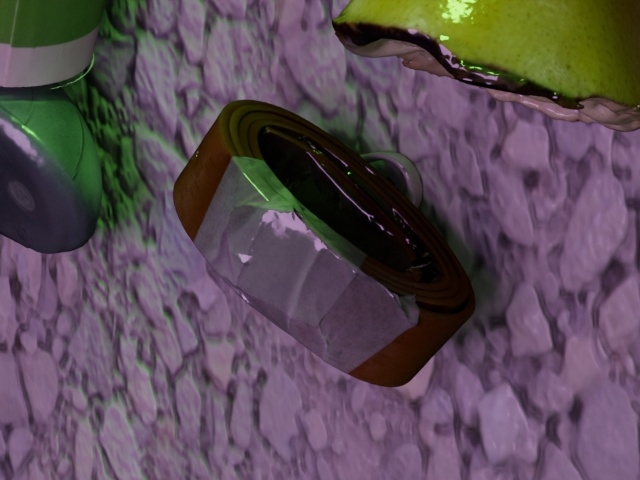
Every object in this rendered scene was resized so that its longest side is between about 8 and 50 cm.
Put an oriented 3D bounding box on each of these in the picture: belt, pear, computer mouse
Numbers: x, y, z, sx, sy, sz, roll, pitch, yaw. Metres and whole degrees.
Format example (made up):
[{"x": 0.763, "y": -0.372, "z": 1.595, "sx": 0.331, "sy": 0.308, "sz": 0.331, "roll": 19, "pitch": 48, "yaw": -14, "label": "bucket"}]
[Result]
[{"x": 0.000, "y": 0.000, "z": 1.552, "sx": 0.261, "sy": 0.184, "sz": 0.105, "roll": 47, "pitch": 119, "yaw": 15, "label": "belt"}, {"x": 0.141, "y": -0.190, "z": 1.411, "sx": 0.267, "sy": 0.267, "sz": 0.178, "roll": 14, "pitch": 91, "yaw": 35, "label": "pear"}, {"x": -0.336, "y": -0.121, "z": 1.842, "sx": 0.371, "sy": 0.122, "sz": 0.188, "roll": 28, "pitch": 142, "yaw": 26, "label": "computer mouse"}]

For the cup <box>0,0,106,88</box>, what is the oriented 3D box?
[{"x": -0.279, "y": -0.296, "z": 1.711, "sx": 0.253, "sy": 0.253, "sz": 0.274, "roll": 32, "pitch": 124, "yaw": 29, "label": "cup"}]

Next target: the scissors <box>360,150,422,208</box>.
[{"x": -0.017, "y": -0.031, "z": 1.685, "sx": 0.242, "sy": 0.030, "sz": 0.118, "roll": 11, "pitch": 106, "yaw": 34, "label": "scissors"}]
